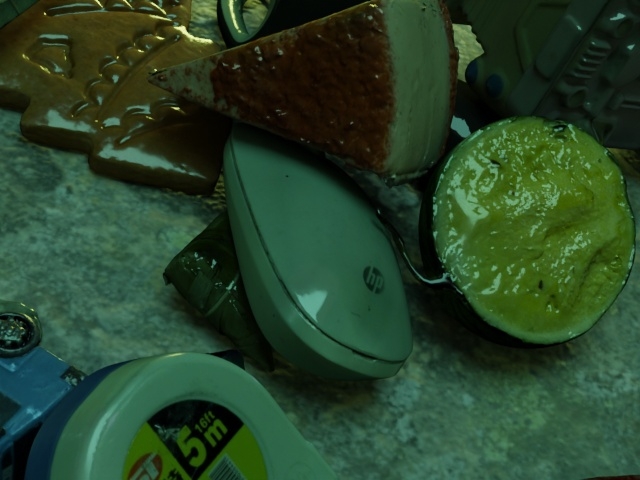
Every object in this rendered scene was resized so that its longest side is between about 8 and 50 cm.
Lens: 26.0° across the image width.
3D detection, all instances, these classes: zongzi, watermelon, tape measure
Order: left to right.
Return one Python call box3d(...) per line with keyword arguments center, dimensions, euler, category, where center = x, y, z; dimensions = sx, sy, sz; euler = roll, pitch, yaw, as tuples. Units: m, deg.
box3d(center=(-0.139, 0.233, 0.967), dimensions=(0.215, 0.098, 0.351), euler=(54, 49, -18), category="tape measure")
box3d(center=(-0.059, 0.035, 1.242), dimensions=(0.130, 0.062, 0.154), euler=(46, 34, -4), category="zongzi")
box3d(center=(0.172, 0.000, 1.264), dimensions=(0.232, 0.127, 0.204), euler=(-37, 96, -22), category="watermelon")

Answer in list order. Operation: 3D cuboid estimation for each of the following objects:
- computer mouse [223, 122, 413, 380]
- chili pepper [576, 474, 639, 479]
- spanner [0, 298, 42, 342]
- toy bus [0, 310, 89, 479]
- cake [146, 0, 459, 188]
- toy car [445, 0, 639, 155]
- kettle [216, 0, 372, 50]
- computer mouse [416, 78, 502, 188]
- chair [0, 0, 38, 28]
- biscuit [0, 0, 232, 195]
box3d(center=(0.004, -0.003, 1.212), dimensions=(0.159, 0.097, 0.288), euler=(22, 40, -33), category="computer mouse")
box3d(center=(0.241, 0.251, 1.107), dimensions=(0.252, 0.136, 0.144), euler=(-14, 10, -38), category="chili pepper")
box3d(center=(-0.365, 0.011, 1.179), dimensions=(0.302, 0.017, 0.071), euler=(33, 49, 12), category="spanner")
box3d(center=(-0.301, 0.106, 1.054), dimensions=(0.234, 0.116, 0.133), euler=(31, 47, 12), category="toy bus")
box3d(center=(-0.010, -0.171, 1.239), dimensions=(0.262, 0.159, 0.158), euler=(22, 19, 18), category="cake")
box3d(center=(0.305, -0.223, 1.390), dimensions=(0.336, 0.242, 0.226), euler=(-3, 45, -41), category="toy car")
box3d(center=(0.000, -0.273, 1.427), dimensions=(0.240, 0.165, 0.255), euler=(-22, 39, 16), category="kettle")
box3d(center=(0.127, -0.117, 1.393), dimensions=(0.264, 0.088, 0.147), euler=(31, 47, 14), category="computer mouse")
box3d(center=(-0.367, -0.251, 1.287), dimensions=(0.136, 0.147, 0.270), euler=(4, 40, 34), category="chair")
box3d(center=(-0.194, -0.158, 1.355), dimensions=(0.284, 0.043, 0.306), euler=(-29, 63, -34), category="biscuit")
